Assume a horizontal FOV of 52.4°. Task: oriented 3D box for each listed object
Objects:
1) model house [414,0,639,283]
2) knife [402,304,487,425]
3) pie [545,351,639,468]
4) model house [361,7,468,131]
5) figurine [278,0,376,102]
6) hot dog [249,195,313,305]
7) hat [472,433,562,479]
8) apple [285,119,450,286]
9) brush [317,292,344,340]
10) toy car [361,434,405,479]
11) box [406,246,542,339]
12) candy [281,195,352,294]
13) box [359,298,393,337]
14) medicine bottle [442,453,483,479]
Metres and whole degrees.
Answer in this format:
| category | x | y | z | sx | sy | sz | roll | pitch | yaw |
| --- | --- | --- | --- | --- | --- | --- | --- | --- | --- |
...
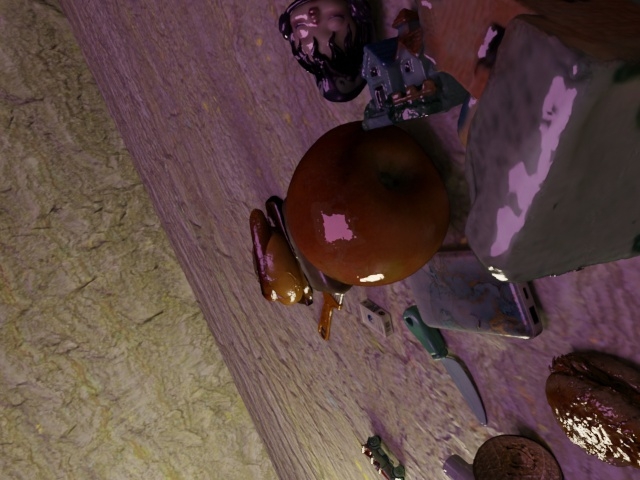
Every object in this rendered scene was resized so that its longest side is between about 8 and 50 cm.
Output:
| category | x | y | z | sx | sy | sz | roll | pitch | yaw |
| --- | --- | --- | --- | --- | --- | --- | --- | --- | --- |
| model house | 0.197 | -0.149 | 0.589 | 0.324 | 0.267 | 0.194 | -121 | 32 | -42 |
| knife | 0.241 | 0.230 | 1.201 | 0.260 | 0.035 | 0.063 | 54 | 151 | 4 |
| pie | 0.371 | 0.230 | 0.849 | 0.163 | 0.079 | 0.193 | 63 | 159 | -11 |
| model house | 0.115 | -0.231 | 0.852 | 0.148 | 0.120 | 0.148 | 0 | 107 | 65 |
| figurine | 0.010 | -0.315 | 0.966 | 0.145 | 0.146 | 0.222 | 17 | 121 | 61 |
| hot dog | -0.126 | 0.049 | 1.686 | 0.194 | 0.107 | 0.325 | 15 | 128 | 62 |
| hat | 0.339 | 0.383 | 1.118 | 0.146 | 0.067 | 0.145 | 6 | 107 | 20 |
| apple | 0.074 | -0.057 | 0.981 | 0.253 | 0.254 | 0.253 | 47 | 153 | 33 |
| brush | 0.016 | 0.175 | 1.640 | 0.090 | 0.017 | 0.314 | 51 | 156 | 25 |
| toy car | 0.168 | 0.587 | 1.720 | 0.143 | 0.054 | 0.073 | 47 | 154 | 35 |
| box | 0.229 | 0.080 | 1.035 | 0.285 | 0.044 | 0.142 | -7 | 104 | 66 |
| candy | 0.000 | 0.000 | 1.363 | 0.104 | 0.102 | 0.233 | 4 | 122 | 64 |
| box | 0.119 | 0.166 | 1.392 | 0.083 | 0.024 | 0.054 | 30 | 144 | 51 |
| medicine bottle | 0.351 | 0.499 | 1.146 | 0.352 | 0.110 | 0.110 | 33 | 143 | 51 |
